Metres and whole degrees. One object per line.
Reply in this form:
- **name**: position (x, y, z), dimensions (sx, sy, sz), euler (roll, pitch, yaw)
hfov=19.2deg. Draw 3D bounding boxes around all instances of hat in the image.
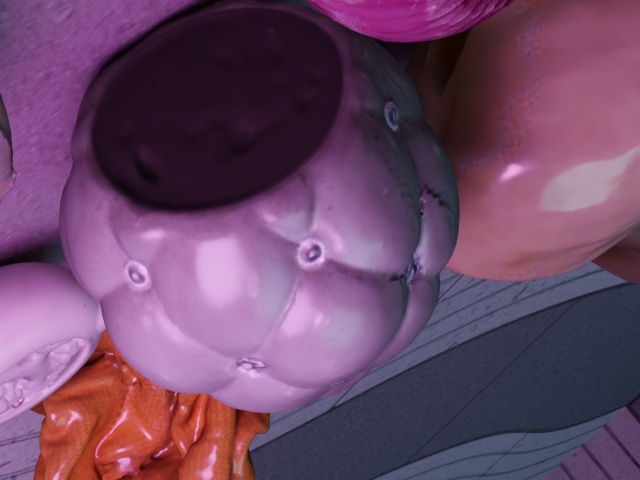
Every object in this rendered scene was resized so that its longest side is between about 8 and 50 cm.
- **hat**: position (-0.121, 0.204, 1.423), dimensions (0.244, 0.233, 0.233), euler (-5, 156, 5)

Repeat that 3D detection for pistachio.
- **pistachio**: position (0.182, -0.100, 1.355), dimensions (0.309, 0.230, 0.230), euler (-29, 161, -19)

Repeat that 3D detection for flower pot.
- **flower pot**: position (-0.037, -0.016, 1.142), dimensions (0.246, 0.246, 0.195), euler (-33, 140, -12)

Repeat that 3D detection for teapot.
- **teapot**: position (-0.208, 0.066, 1.274), dimensions (0.226, 0.092, 0.145), euler (-36, 166, -7)

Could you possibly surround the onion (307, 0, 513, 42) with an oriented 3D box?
- **onion**: position (0.054, -0.203, 0.964), dimensions (0.207, 0.201, 0.200), euler (-23, 175, 40)

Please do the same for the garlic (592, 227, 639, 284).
- **garlic**: position (0.296, -0.078, 1.613), dimensions (0.340, 0.246, 0.231), euler (25, 118, -34)

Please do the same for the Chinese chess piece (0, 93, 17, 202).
- **Chinese chess piece**: position (-0.258, -0.026, 0.935), dimensions (0.237, 0.092, 0.238), euler (-34, 163, -12)
